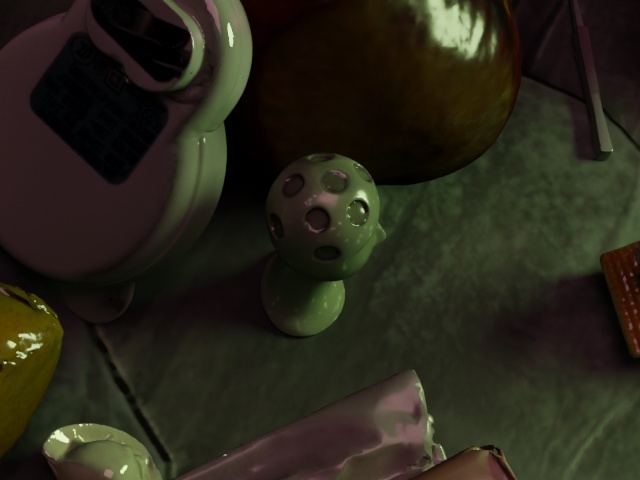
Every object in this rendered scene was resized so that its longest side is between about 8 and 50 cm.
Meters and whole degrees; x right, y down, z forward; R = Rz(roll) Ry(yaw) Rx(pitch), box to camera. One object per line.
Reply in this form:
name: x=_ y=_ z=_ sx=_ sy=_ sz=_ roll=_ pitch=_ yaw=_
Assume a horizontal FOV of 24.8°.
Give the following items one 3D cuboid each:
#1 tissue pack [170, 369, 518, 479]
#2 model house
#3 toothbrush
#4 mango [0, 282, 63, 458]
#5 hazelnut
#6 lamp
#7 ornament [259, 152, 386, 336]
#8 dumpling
tissue pack: x=-0.029 y=0.221 z=0.751 sx=0.305 sy=0.238 sz=0.238 roll=-27 pitch=68 yaw=-7
model house: x=0.258 y=0.032 z=1.009 sx=0.100 sy=0.101 sz=0.088 roll=-5 pitch=64 yaw=-11
toothbrush: x=0.210 y=-0.149 z=1.152 sx=0.017 sy=0.014 sz=0.194 roll=3 pitch=60 yaw=-9
mango: x=-0.256 y=0.115 z=0.840 sx=0.248 sy=0.151 sz=0.156 roll=-37 pitch=39 yaw=-23
hazelnut: x=0.030 y=-0.141 z=1.017 sx=0.229 sy=0.229 sz=0.229 roll=4 pitch=60 yaw=-8
lamp: x=-0.131 y=-0.077 z=0.951 sx=0.179 sy=0.246 sz=0.108 roll=42 pitch=24 yaw=11
ornament: x=0.000 y=0.000 z=0.948 sx=0.081 sy=0.156 sz=0.075 roll=8 pitch=61 yaw=-5
dumpling: x=-0.131 y=0.142 z=0.912 sx=0.077 sy=0.043 sz=0.059 roll=15 pitch=41 yaw=17
